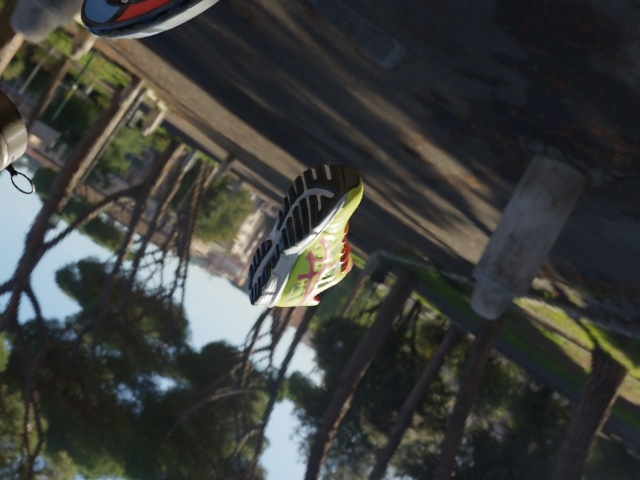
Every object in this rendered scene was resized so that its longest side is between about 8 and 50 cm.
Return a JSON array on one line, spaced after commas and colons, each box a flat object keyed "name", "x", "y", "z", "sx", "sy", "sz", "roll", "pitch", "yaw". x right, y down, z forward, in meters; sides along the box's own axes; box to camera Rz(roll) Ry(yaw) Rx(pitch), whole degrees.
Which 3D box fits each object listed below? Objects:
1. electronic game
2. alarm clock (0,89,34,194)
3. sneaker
[{"name": "electronic game", "x": -0.152, "y": -0.289, "z": 0.824, "sx": 0.229, "sy": 0.229, "sz": 0.048, "roll": 28, "pitch": 158, "yaw": 47}, {"name": "alarm clock", "x": -0.461, "y": -0.139, "z": 1.084, "sx": 0.129, "sy": 0.064, "sz": 0.192, "roll": -18, "pitch": 118, "yaw": 36}, {"name": "sneaker", "x": 0.000, "y": 0.000, "z": 0.828, "sx": 0.094, "sy": 0.208, "sz": 0.081, "roll": 14, "pitch": -132, "yaw": -22}]
